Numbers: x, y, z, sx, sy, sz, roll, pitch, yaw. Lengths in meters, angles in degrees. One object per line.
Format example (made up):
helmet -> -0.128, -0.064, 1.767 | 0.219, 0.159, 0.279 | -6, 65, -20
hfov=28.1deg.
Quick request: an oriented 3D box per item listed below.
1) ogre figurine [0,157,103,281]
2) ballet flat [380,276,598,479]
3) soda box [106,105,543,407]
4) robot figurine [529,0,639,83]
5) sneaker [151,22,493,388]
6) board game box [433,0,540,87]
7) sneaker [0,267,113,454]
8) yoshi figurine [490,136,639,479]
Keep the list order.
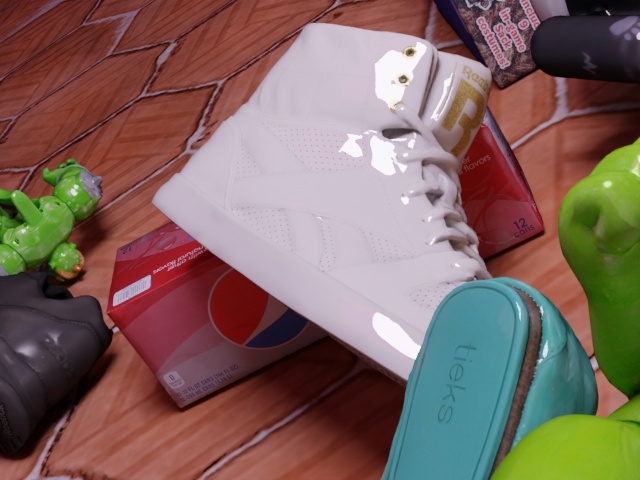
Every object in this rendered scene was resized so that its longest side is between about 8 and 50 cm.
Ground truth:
ogre figurine -> -0.260, -0.003, 1.111 | 0.197, 0.097, 0.118 | -27, 11, -31
ballet flat -> 0.049, 0.137, 0.497 | 0.083, 0.087, 0.247 | 11, 73, 48
soda box -> 0.000, 0.000, 0.808 | 0.263, 0.092, 0.083 | -27, 27, 13
robot figurine -> 0.243, -0.171, 0.750 | 0.209, 0.174, 0.278 | 3, 8, -31
sneaker -> 0.049, -0.020, 0.656 | 0.292, 0.108, 0.169 | 35, 86, 38
board game box -> 0.211, -0.284, 1.016 | 0.291, 0.141, 0.232 | -29, 25, 7
sneaker -> -0.259, 0.075, 0.988 | 0.130, 0.109, 0.286 | -38, 33, -29
yoshi figurine -> 0.173, 0.055, 0.412 | 0.203, 0.203, 0.362 | 10, 38, 31
